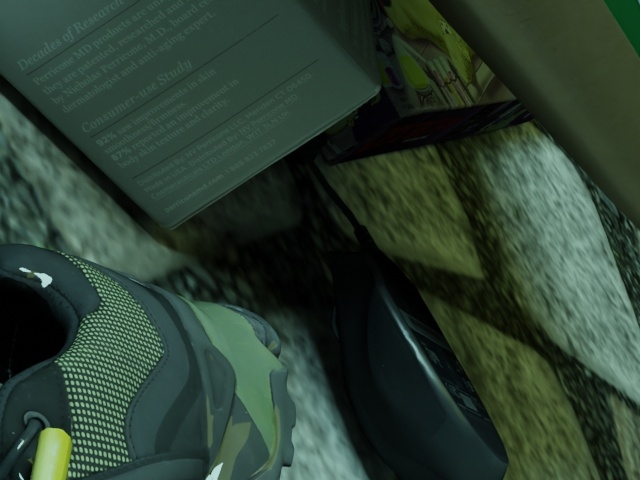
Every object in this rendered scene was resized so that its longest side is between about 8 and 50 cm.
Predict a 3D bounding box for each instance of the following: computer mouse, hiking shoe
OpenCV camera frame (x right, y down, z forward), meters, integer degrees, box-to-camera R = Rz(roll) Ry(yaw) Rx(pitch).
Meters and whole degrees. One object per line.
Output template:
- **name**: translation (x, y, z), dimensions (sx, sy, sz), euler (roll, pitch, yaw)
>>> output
- **computer mouse**: translation (0.000, 0.000, 0.717), dimensions (0.242, 0.041, 0.071), euler (62, 12, 24)
- **hiking shoe**: translation (-0.063, 0.088, 0.417), dimensions (0.114, 0.086, 0.227), euler (27, 31, -28)

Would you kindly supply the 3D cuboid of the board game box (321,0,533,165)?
- **board game box**: translation (0.032, -0.150, 0.962), dimensions (0.208, 0.056, 0.347), euler (57, 21, 5)

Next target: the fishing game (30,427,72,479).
- **fishing game**: translation (-0.158, 0.022, 0.300), dimensions (0.264, 0.041, 0.189), euler (30, 35, -27)

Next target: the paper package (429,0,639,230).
- **paper package**: translation (0.060, -0.193, 0.663), dimensions (0.325, 0.168, 0.309), euler (45, 9, -45)

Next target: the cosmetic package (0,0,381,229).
- **cosmetic package**: translation (-0.088, -0.132, 0.596), dimensions (0.238, 0.107, 0.127), euler (44, 25, -29)
